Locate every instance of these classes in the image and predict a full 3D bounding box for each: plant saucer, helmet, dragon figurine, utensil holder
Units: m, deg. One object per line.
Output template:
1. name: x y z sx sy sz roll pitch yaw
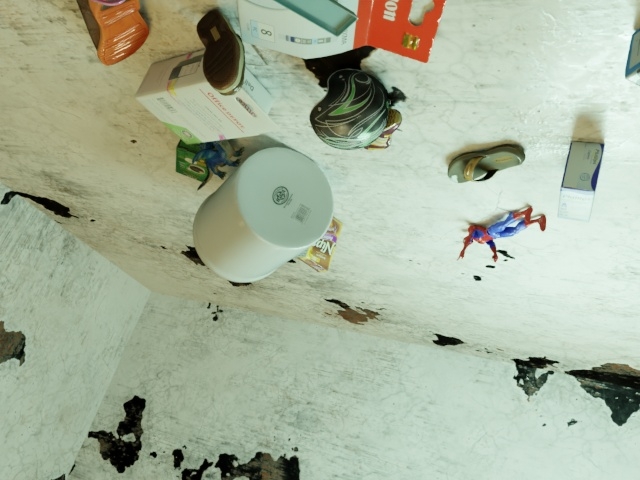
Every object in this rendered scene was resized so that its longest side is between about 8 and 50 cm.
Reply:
1. plant saucer: -0.027 -0.429 1.097 0.192 0.018 0.067 19 154 -30
2. helmet: 0.066 -0.283 1.380 0.169 0.161 0.169 16 157 7
3. dragon figurine: -0.326 -0.256 1.825 0.144 0.085 0.289 31 144 -28
4. utensil holder: -0.180 -0.071 1.861 0.328 0.327 0.385 26 154 -17

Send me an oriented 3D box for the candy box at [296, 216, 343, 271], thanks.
1. candy box: 0.000 0.000 2.046 0.053 0.186 0.109 -6 147 47

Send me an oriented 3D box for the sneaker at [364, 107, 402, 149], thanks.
1. sneaker: 0.153 -0.266 1.489 0.084 0.069 0.185 21 165 -27

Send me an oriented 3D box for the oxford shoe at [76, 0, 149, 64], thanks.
1. oxford shoe: -0.477 -0.516 1.386 0.132 0.130 0.364 55 161 0

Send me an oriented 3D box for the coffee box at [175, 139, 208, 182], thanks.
1. coffee box: -0.407 -0.254 1.978 0.113 0.040 0.184 20 157 -5

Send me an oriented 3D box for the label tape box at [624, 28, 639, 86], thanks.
1. label tape box: 0.702 -0.281 0.956 0.334 0.106 0.240 23 158 -9

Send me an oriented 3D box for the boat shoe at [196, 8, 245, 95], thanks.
1. boat shoe: -0.188 -0.382 1.287 0.095 0.257 0.095 -29 141 18

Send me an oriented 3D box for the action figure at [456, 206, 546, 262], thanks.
1. action figure: 0.494 0.004 1.742 0.091 0.139 0.280 29 158 -20

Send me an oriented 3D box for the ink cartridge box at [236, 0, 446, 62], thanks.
1. ink cartridge box: 0.031 -0.447 1.130 0.385 0.091 0.308 18 158 5

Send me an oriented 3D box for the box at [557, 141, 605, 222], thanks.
1. box: 0.579 -0.130 1.372 0.072 0.126 0.137 11 156 22

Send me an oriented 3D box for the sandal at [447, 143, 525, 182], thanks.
1. sandal: 0.397 -0.173 1.501 0.090 0.060 0.219 34 153 -32

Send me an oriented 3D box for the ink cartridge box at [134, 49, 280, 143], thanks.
1. ink cartridge box: -0.264 -0.358 1.526 0.353 0.119 0.207 1 151 38

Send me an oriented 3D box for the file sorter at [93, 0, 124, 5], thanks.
1. file sorter: -0.417 -0.583 1.050 0.202 0.182 0.290 18 158 3
